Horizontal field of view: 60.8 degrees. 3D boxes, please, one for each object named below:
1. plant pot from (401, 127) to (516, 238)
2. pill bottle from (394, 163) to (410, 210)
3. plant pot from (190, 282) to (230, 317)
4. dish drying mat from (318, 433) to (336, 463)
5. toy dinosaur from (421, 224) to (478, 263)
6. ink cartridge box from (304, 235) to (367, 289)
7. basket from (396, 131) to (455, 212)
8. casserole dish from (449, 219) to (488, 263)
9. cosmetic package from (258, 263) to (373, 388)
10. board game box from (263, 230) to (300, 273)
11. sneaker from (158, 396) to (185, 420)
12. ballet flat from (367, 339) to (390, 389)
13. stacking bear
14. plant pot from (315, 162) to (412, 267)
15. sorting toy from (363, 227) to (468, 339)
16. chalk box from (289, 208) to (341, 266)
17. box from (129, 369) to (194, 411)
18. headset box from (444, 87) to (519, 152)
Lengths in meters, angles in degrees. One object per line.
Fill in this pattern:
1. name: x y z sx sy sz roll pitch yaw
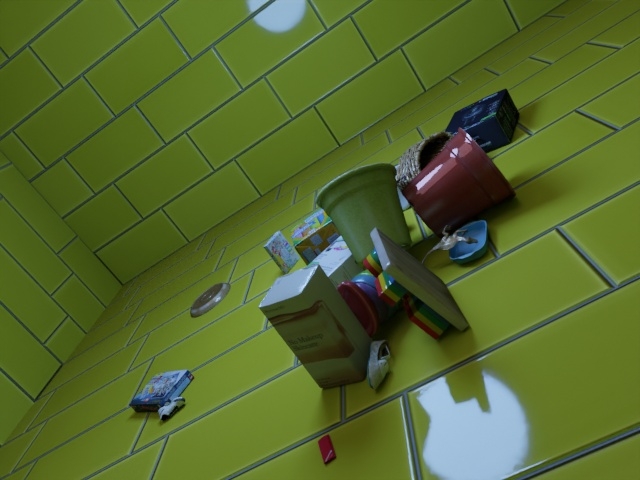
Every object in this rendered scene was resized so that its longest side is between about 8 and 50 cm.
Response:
1. plant pot: 0.417 -0.163 1.715 0.265 0.272 0.272 -40 17 13
2. pill bottle: 0.325 -0.228 2.196 0.130 0.130 0.246 -25 21 29
3. plant pot: -0.537 0.278 2.625 0.236 0.032 0.236 -31 19 12
4. dish drying mat: 0.014 0.472 1.237 0.032 0.008 0.083 -36 19 1
5. toy dinosaur: 0.365 0.003 1.578 0.183 0.053 0.093 -23 24 36
6. ink cartridge box: 0.097 0.072 1.886 0.278 0.117 0.201 -42 20 -20
7. basket: 0.435 -0.271 1.978 0.223 0.213 0.299 -16 27 47
8. casserole dish: 0.435 0.008 1.582 0.114 0.037 0.188 -24 22 30
9. cosmetic package: -0.002 0.226 1.407 0.153 0.296 0.129 -22 22 35
10. board game box: -0.165 0.052 2.331 0.026 0.154 0.103 -16 27 46
11. sneaker: -0.503 0.574 1.854 0.109 0.040 0.044 -37 35 7
12. ballet flat: 0.147 0.299 1.353 0.052 0.057 0.168 -19 23 16
13. stacking bear: 0.164 0.138 1.558 0.289 0.164 0.175 -39 -9 -43
14. plant pot: 0.158 -0.062 1.708 0.276 0.254 0.276 -20 -17 -6
15. sorting toy: 0.222 0.114 1.385 0.089 0.257 0.255 -49 15 15
16. chalk box: 0.000 0.000 2.138 0.179 0.180 0.289 -34 17 3
17. box: -0.589 0.558 2.018 0.233 0.044 0.159 -17 26 43
18. headset box: 0.638 -0.450 2.186 0.246 0.131 0.283 -20 25 40
